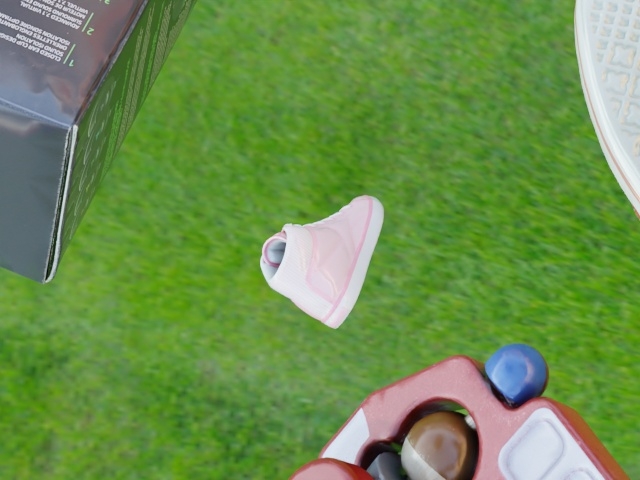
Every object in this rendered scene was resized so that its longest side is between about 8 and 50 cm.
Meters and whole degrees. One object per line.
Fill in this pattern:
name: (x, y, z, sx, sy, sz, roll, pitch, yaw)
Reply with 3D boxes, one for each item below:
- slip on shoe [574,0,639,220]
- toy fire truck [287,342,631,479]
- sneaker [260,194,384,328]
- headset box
slip on shoe: (0.241, -0.028, 0.981, 0.123, 0.101, 0.331, -24, 85, -5)
toy fire truck: (0.120, 0.219, 1.258, 0.254, 0.169, 0.302, -50, 43, 16)
sneaker: (0.000, 0.000, 1.136, 0.051, 0.070, 0.134, -57, 8, 37)
headset box: (-0.190, -0.145, 0.798, 0.131, 0.246, 0.283, 112, 179, -53)
